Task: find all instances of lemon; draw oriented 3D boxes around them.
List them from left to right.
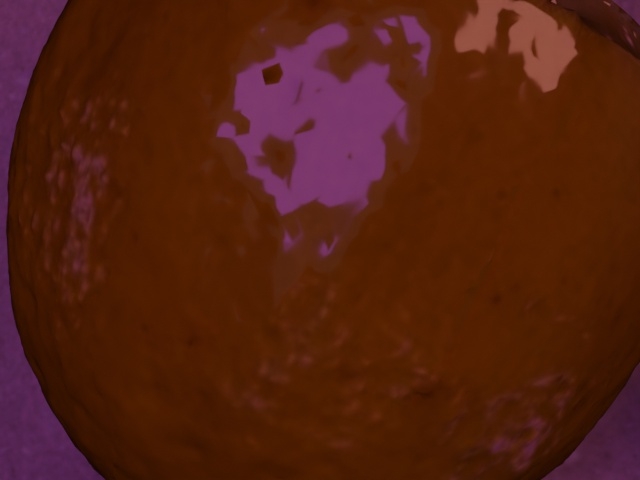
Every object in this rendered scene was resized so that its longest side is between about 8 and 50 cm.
[{"bbox_3d":[0.000,0.000,0.735,0.364,0.364,0.364,-2,83,20],"label":"lemon"}]
